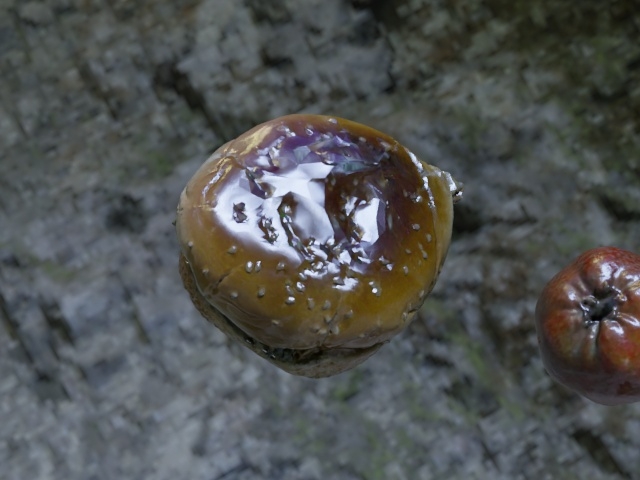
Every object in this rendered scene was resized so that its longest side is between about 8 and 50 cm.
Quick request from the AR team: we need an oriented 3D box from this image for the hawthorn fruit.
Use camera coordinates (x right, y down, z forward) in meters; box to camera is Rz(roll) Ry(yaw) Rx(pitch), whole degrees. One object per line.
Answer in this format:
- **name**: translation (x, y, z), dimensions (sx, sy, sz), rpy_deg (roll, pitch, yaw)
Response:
- **hawthorn fruit**: translation (0.402, 0.126, 2.047), dimensions (0.210, 0.210, 0.262), rpy_deg (53, 12, 34)

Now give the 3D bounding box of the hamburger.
- **hamburger**: translation (0.000, 0.000, 1.455), dimensions (0.146, 0.286, 0.243), rpy_deg (121, -45, -54)
